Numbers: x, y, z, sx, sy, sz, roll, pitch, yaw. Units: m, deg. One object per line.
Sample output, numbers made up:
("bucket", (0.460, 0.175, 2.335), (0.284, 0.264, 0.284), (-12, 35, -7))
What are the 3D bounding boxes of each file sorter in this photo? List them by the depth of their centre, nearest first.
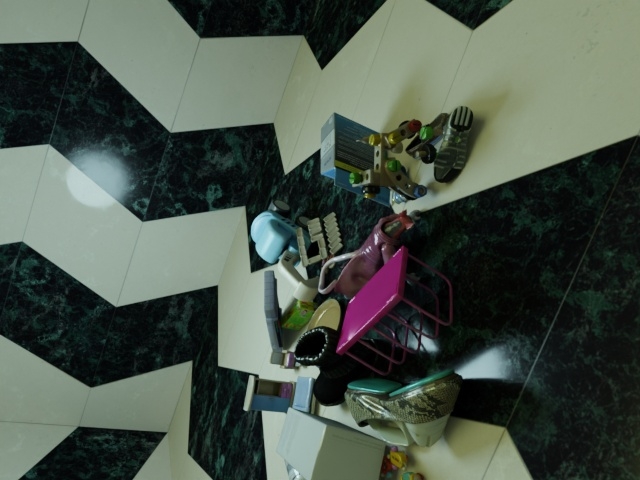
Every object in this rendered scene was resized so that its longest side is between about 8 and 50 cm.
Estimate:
("file sorter", (0.210, 0.208, 1.199), (0.290, 0.182, 0.202), (-53, 9, 37))

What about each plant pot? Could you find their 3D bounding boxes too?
("plant pot", (0.017, 0.343, 1.677), (0.236, 0.032, 0.236), (-48, 25, 30))

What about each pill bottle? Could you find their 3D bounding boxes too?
("pill bottle", (-0.055, 0.813, 1.491), (0.107, 0.108, 0.180), (-65, 27, 17))

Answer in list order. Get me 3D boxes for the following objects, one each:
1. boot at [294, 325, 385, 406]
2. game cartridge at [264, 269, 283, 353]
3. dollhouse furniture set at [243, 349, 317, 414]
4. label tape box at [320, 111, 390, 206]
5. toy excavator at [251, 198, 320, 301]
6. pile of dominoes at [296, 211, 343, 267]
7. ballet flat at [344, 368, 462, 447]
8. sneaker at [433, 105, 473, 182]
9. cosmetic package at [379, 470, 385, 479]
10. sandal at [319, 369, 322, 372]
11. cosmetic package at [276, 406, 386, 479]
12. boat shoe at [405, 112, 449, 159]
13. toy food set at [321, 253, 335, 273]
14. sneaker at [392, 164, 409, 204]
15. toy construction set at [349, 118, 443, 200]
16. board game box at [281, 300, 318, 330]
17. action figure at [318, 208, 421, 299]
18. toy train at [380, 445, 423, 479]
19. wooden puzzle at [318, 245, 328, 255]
("boot", (0.014, 0.407, 1.383), (0.348, 0.260, 0.131), (-53, 40, 25))
("game cartridge", (-0.210, 0.335, 1.959), (0.355, 0.068, 0.230), (88, 173, -46))
("dollhouse furniture set", (-0.139, 0.577, 1.698), (0.303, 0.198, 0.286), (-21, 57, 58))
("label tape box", (0.129, -0.284, 1.621), (0.115, 0.249, 0.347), (-39, 42, 49))
("toy excavator", (-0.156, 0.056, 1.957), (0.222, 0.433, 0.445), (-59, -2, 27))
("pile of dominoes", (0.000, 0.000, 1.876), (0.196, 0.040, 0.251), (-21, 46, 9))
("ballet flat", (0.224, 0.450, 1.139), (0.483, 0.164, 0.181), (-39, 63, 58))
("sneaker", (0.399, -0.294, 1.310), (0.132, 0.086, 0.228), (-75, 0, -69))
("cosmetic package", (0.148, 0.686, 1.237), (0.060, 0.041, 0.115), (-65, 27, 15))
("sandal", (0.026, 0.487, 1.616), (0.067, 0.040, 0.179), (-64, 12, 6))
("cosmetic package", (0.017, 0.621, 1.286), (0.365, 0.197, 0.155), (-33, 37, 64))
("boat shoe", (0.352, -0.348, 1.425), (0.183, 0.066, 0.066), (-55, 31, 33))
("toy food set", (0.030, 0.099, 1.852), (0.122, 0.019, 0.078), (-54, 31, 34))
("sneaker", (0.287, -0.197, 1.487), (0.059, 0.053, 0.144), (-19, 63, 53))
("toy construction set", (0.187, -0.261, 1.358), (0.309, 0.237, 0.257), (-122, 30, -56))
("board game box", (-0.092, 0.327, 1.876), (0.181, 0.092, 0.043), (-50, 33, 40))
("action figure", (0.174, 0.017, 1.355), (0.370, 0.276, 0.248), (115, 163, -48))
("toy train", (0.217, 0.621, 1.142), (0.166, 0.046, 0.125), (-137, 51, -56))
("wooden puzzle", (0.014, 0.049, 1.930), (0.083, 0.006, 0.049), (-2, 73, 63))
